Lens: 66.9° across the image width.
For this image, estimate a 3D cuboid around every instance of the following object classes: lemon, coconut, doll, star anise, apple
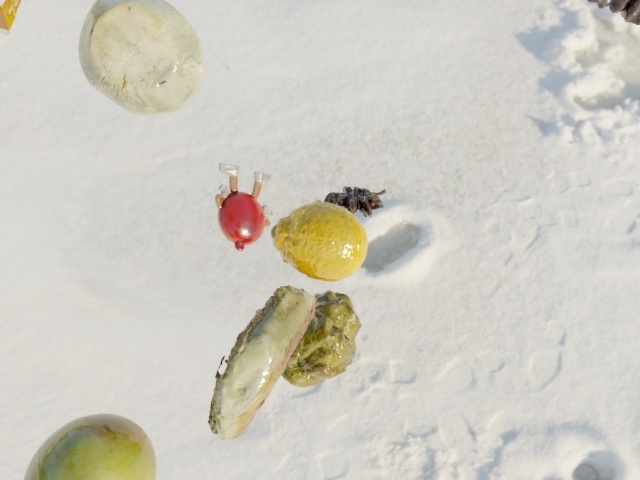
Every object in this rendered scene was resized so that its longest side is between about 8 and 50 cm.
[{"bbox_3d":[0.000,0.000,0.875,0.187,0.142,0.142,14,57,-18],"label":"lemon"},{"bbox_3d":[-0.236,-0.248,0.661,0.161,0.161,0.162,6,15,-8],"label":"coconut"},{"bbox_3d":[-0.190,-0.076,1.214,0.183,0.085,0.217,9,75,-42],"label":"doll"},{"bbox_3d":[0.105,-0.128,1.448,0.177,0.073,0.234,7,18,7],"label":"star anise"},{"bbox_3d":[-0.443,0.472,0.948,0.261,0.260,0.194,-34,49,-26],"label":"apple"}]

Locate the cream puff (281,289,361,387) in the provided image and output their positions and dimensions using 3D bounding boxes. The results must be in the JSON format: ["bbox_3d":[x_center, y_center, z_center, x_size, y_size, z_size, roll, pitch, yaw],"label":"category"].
[{"bbox_3d":[-0.006,0.241,1.192,0.244,0.244,0.196,-27,78,-24],"label":"cream puff"}]

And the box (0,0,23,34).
[{"bbox_3d":[-0.280,-0.319,0.454,0.032,0.122,0.220,13,69,-20],"label":"box"}]

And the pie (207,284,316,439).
[{"bbox_3d":[-0.106,0.230,0.903,0.092,0.315,0.315,27,58,8],"label":"pie"}]

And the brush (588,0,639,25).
[{"bbox_3d":[0.095,-0.182,0.266,0.248,0.036,0.043,28,49,1],"label":"brush"}]
